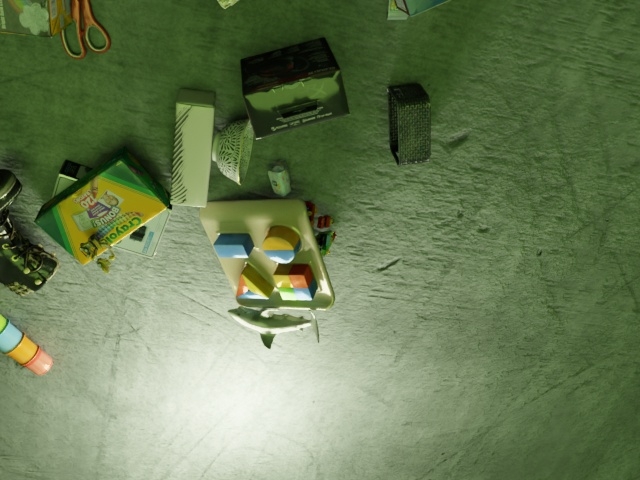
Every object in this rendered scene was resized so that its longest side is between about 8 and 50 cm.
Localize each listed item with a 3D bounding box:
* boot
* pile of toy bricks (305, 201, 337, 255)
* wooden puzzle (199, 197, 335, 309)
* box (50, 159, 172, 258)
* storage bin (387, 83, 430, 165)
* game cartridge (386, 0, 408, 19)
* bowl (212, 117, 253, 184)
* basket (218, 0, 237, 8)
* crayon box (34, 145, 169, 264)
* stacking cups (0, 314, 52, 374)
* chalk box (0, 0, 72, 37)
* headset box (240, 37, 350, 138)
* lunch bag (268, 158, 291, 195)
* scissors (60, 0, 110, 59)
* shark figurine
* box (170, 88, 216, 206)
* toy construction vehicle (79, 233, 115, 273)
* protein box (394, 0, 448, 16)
[{"bbox_3d":[-0.788,-0.007,1.634,0.377,0.138,0.284,-27,126,30],"label":"boot"},{"bbox_3d":[0.000,0.000,1.818,0.105,0.118,0.212,-13,120,-43],"label":"pile of toy bricks"},{"bbox_3d":[-0.151,0.056,1.759,0.322,0.080,0.348,0,124,24],"label":"wooden puzzle"},{"bbox_3d":[-0.549,-0.077,1.685,0.290,0.087,0.169,20,117,-19],"label":"box"},{"bbox_3d":[0.225,-0.294,1.640,0.084,0.122,0.180,-9,123,-3],"label":"storage bin"},{"bbox_3d":[0.187,-0.565,1.528,0.056,0.017,0.083,-6,123,-9],"label":"game cartridge"},{"bbox_3d":[-0.221,-0.228,1.601,0.080,0.170,0.170,11,121,0],"label":"bowl"},{"bbox_3d":[-0.179,-0.595,1.403,0.167,0.103,0.113,-32,120,13],"label":"basket"},{"bbox_3d":[-0.531,-0.082,1.584,0.278,0.081,0.165,-33,121,12],"label":"crayon box"},{"bbox_3d":[-0.910,0.274,1.864,0.096,0.096,0.316,-28,126,10],"label":"stacking cups"},{"bbox_3d":[-0.655,-0.519,1.361,0.213,0.132,0.132,7,122,-3],"label":"chalk box"},{"bbox_3d":[-0.063,-0.346,1.465,0.218,0.293,0.110,-15,123,0],"label":"headset box"},{"bbox_3d":[-0.107,-0.164,1.697,0.053,0.083,0.071,-14,124,0],"label":"lunch bag"},{"bbox_3d":[-0.540,-0.549,1.428,0.109,0.021,0.297,-3,124,-4],"label":"scissors"},{"bbox_3d":[-0.120,0.261,1.880,0.278,0.116,0.166,5,165,14],"label":"shark figurine"},{"bbox_3d":[-0.318,-0.228,1.612,0.094,0.113,0.275,5,120,-10],"label":"box"},{"bbox_3d":[-0.531,0.026,1.552,0.035,0.086,0.098,-33,121,4],"label":"toy construction vehicle"},{"bbox_3d":[0.242,-0.632,1.411,0.200,0.136,0.201,-22,118,4],"label":"protein box"}]
